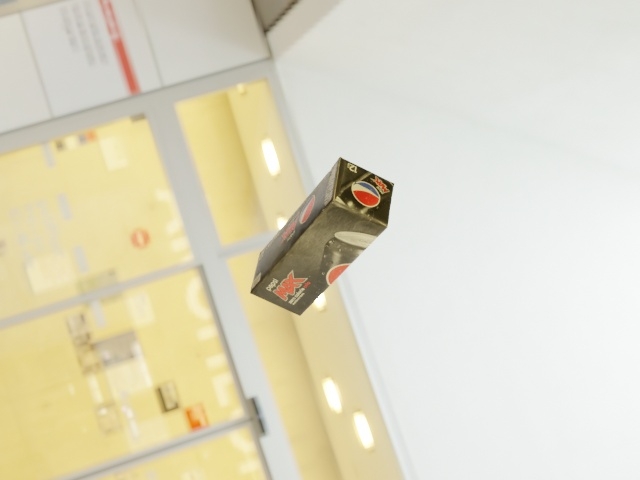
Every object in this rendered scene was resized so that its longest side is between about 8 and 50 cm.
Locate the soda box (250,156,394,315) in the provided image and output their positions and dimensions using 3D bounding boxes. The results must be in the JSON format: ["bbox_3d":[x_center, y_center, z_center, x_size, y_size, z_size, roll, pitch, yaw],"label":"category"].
[{"bbox_3d":[0.000,0.000,1.137,0.169,0.060,0.053,-48,-157,47],"label":"soda box"}]
